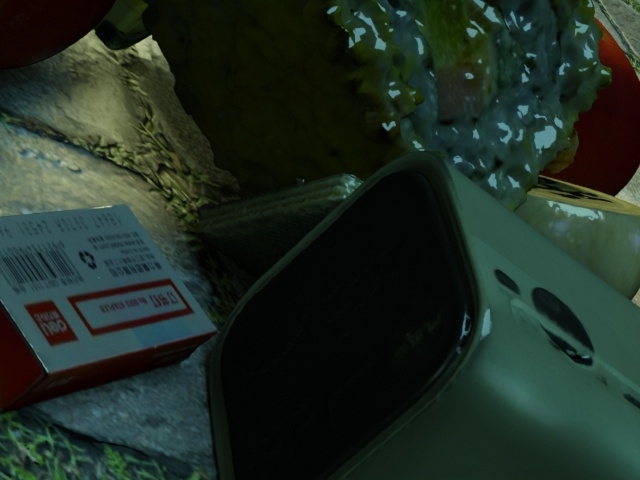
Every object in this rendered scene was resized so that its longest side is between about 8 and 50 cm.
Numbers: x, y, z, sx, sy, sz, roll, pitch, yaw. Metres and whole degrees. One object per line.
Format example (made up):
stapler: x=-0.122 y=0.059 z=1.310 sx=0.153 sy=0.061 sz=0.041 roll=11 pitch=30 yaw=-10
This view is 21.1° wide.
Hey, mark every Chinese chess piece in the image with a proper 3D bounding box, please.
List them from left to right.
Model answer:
Chinese chess piece: x=0.193 y=-0.008 z=1.668 sx=0.257 sy=0.104 sz=0.257 roll=14 pitch=8 yaw=-2

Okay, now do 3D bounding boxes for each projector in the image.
projector: x=0.095 y=0.124 z=1.211 sx=0.249 sy=0.248 sz=0.248 roll=35 pitch=25 yaw=-29

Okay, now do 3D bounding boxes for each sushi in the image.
sushi: x=0.054 y=-0.205 z=1.443 sx=0.351 sy=0.240 sz=0.396 roll=-44 pitch=120 yaw=-33

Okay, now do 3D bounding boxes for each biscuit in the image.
biscuit: x=0.000 y=0.000 z=1.350 sx=0.121 sy=0.199 sz=0.040 roll=34 pitch=64 yaw=-27

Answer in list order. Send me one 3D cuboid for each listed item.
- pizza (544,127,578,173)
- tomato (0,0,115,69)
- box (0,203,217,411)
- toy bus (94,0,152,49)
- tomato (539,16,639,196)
pizza: x=0.037 y=-0.201 z=1.811 sx=0.440 sy=0.130 sz=0.406 roll=23 pitch=16 yaw=-16
tomato: x=-0.250 y=-0.292 z=1.253 sx=0.290 sy=0.293 sz=0.325 roll=35 pitch=13 yaw=0
box: x=-0.165 y=0.039 z=1.147 sx=0.123 sy=0.050 sz=0.229 roll=54 pitch=22 yaw=11
toy bus: x=-0.214 y=-0.317 z=1.504 sx=0.276 sy=0.165 sz=0.133 roll=46 pitch=23 yaw=-2
tomato: x=0.252 y=-0.164 z=2.019 sx=0.298 sy=0.226 sz=0.298 roll=40 pitch=26 yaw=-24
